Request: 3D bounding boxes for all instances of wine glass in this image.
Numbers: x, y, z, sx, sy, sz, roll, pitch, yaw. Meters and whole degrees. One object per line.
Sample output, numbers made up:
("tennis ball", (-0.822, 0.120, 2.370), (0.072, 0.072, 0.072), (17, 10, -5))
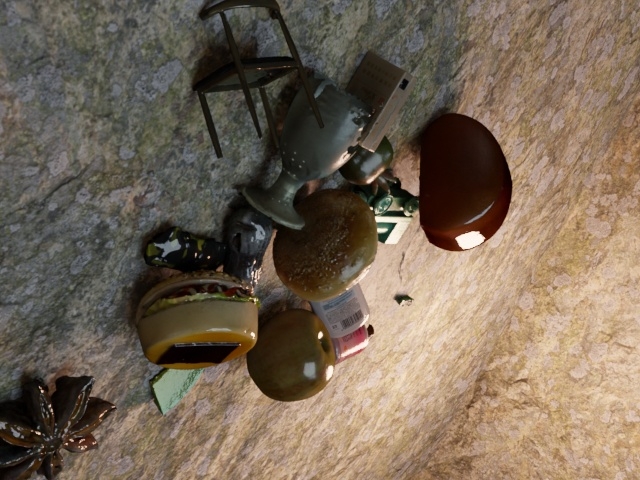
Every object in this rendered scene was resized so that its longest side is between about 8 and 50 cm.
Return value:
("wine glass", (-0.023, -0.205, 1.522), (0.357, 0.190, 0.190), (-54, 148, 14))

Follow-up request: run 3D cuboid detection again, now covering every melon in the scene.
("melon", (-0.364, 0.334, 1.791), (0.261, 0.053, 0.114), (-50, 130, -8))

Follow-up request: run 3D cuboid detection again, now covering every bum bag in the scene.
("bum bag", (-0.301, 0.028, 1.523), (0.106, 0.060, 0.232), (-54, 148, 8))

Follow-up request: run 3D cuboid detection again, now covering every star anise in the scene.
("star anise", (-0.613, 0.418, 1.486), (0.332, 0.118, 0.331), (-23, 132, -29))

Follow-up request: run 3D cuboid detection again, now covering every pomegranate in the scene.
("pomegranate", (0.125, -0.204, 1.743), (0.152, 0.131, 0.191), (-46, 137, 2))

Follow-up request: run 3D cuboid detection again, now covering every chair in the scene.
("chair", (-0.134, -0.316, 1.304), (0.188, 0.166, 0.272), (-17, 92, -41))

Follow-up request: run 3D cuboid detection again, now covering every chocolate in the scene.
("chocolate", (-0.179, 0.019, 1.626), (0.110, 0.110, 0.248), (-17, 138, -42))

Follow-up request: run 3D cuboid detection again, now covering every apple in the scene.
("apple", (-0.085, 0.332, 1.940), (0.234, 0.256, 0.257), (-25, 153, 18))

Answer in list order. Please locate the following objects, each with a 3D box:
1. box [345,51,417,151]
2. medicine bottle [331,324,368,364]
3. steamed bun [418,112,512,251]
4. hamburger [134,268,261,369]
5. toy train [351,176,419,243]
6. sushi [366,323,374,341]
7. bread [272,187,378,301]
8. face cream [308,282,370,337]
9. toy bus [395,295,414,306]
("box", (0.121, -0.331, 1.608), (0.058, 0.141, 0.201), (17, 108, -51))
("medicine bottle", (0.030, 0.331, 2.170), (0.247, 0.147, 0.147), (-19, 136, -40))
("steamed bun", (0.422, -0.167, 1.941), (0.235, 0.248, 0.379), (49, 43, -59))
("hamburger", (-0.278, 0.179, 1.555), (0.301, 0.176, 0.300), (-12, 154, -6))
("toy train", (0.162, -0.080, 1.942), (0.298, 0.120, 0.194), (0, 128, -51))
("sushi", (0.143, 0.353, 2.417), (0.052, 0.055, 0.120), (-18, 148, -56))
("bread", (0.000, 0.000, 1.665), (0.305, 0.305, 0.159), (-50, 130, -1))
("face cream", (0.036, 0.149, 1.994), (0.163, 0.080, 0.336), (-29, 130, -6))
("toy bus", (0.315, 0.225, 2.514), (0.083, 0.037, 0.031), (4, 120, -52))
